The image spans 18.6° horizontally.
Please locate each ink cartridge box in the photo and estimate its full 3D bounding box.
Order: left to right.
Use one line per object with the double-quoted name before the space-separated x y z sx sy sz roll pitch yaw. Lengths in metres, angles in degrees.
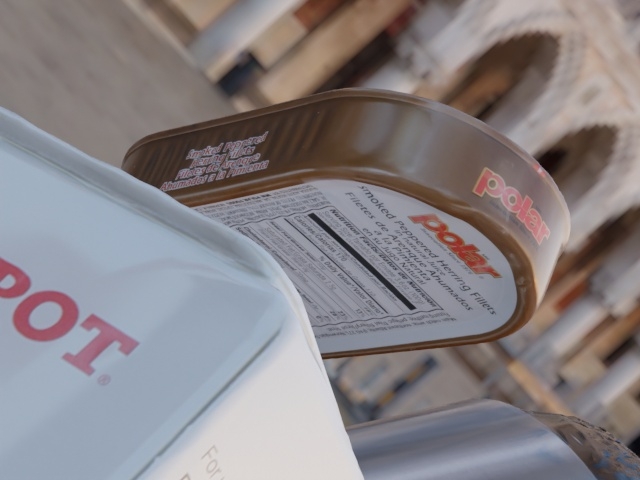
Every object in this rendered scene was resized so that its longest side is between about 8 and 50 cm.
"ink cartridge box" -0.203 0.136 0.578 0.279 0.384 0.160 28 -28 36

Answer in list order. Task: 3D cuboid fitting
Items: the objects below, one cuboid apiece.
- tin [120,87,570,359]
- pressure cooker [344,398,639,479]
"tin" 0.000 0.000 0.686 0.189 0.040 0.106 -10 -39 45
"pressure cooker" -0.040 0.283 0.910 0.375 0.420 0.370 -153 -123 -65
